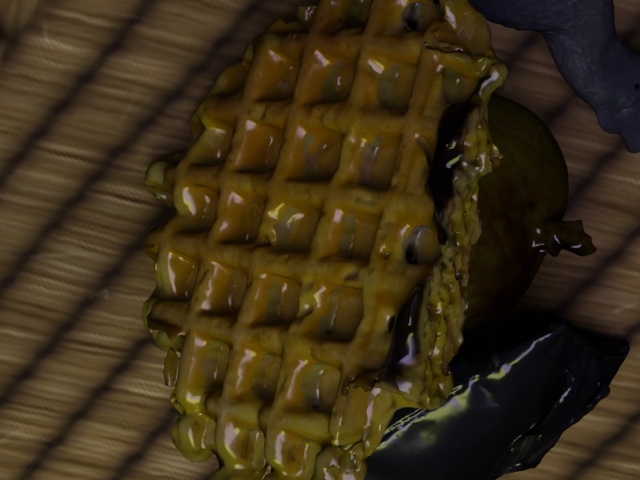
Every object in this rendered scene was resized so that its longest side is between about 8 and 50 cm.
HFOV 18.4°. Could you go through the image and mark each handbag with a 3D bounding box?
[{"bbox_3d":[0.095,0.117,1.261,0.211,0.254,0.088,-36,74,10],"label":"handbag"}]

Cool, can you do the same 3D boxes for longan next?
[{"bbox_3d":[0.089,-0.015,1.229,0.176,0.145,0.154,21,110,31],"label":"longan"}]

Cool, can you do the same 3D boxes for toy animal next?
[{"bbox_3d":[0.093,-0.195,1.192,0.367,0.081,0.206,24,125,-14],"label":"toy animal"}]

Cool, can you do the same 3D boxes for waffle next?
[{"bbox_3d":[-0.003,-0.001,1.163,0.060,0.311,0.307,15,143,-43],"label":"waffle"}]
